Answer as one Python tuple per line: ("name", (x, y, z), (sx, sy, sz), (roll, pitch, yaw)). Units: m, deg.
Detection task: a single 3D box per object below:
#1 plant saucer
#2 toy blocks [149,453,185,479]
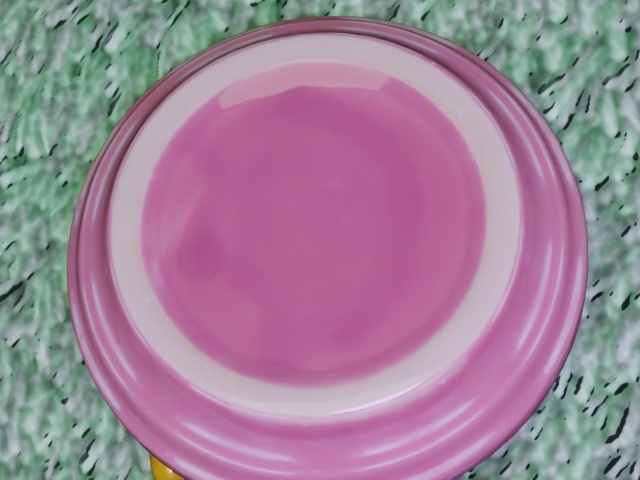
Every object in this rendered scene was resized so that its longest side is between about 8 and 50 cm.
("plant saucer", (0.000, 0.000, 0.977), (0.332, 0.084, 0.332), (-2, 70, 6))
("toy blocks", (-0.062, 0.182, 1.007), (0.123, 0.054, 0.148), (-5, 80, 11))
